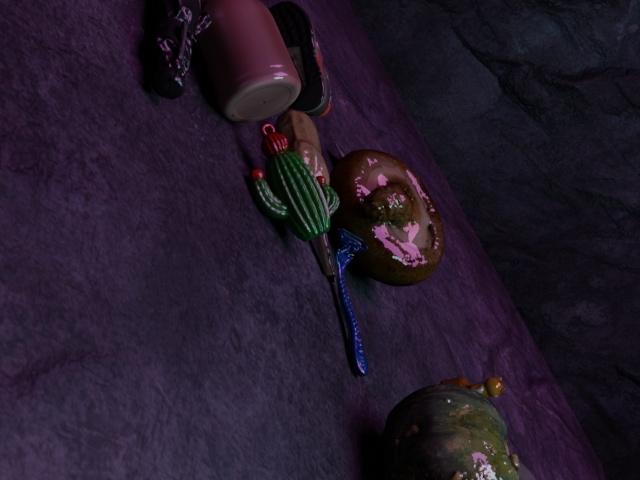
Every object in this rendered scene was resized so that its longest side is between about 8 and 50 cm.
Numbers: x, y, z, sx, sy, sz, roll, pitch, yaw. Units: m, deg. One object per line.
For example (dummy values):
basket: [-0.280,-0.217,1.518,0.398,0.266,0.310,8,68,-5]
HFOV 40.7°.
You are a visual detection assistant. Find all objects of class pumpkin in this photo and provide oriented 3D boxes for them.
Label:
pumpkin: [0.242,0.438,1.605,0.327,0.257,0.291,-92,163,-65]

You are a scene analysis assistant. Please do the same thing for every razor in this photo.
razor: [0.064,0.136,1.835,0.093,0.056,0.324,27,51,-46]

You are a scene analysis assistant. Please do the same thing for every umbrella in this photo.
umbrella: [-0.258,-0.382,1.578,0.113,0.106,0.357,53,21,-40]

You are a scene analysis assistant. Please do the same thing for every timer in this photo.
timer: [0.415,0.406,2.284,0.132,0.152,0.132,53,21,-31]

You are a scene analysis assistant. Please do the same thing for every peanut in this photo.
peanut: [-0.049,-0.181,1.870,0.125,0.111,0.274,73,3,-51]

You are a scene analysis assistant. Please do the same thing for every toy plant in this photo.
toy plant: [-0.065,-0.107,1.725,0.240,0.088,0.154,44,60,-12]

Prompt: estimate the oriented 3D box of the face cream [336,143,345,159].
face cream: [0.120,-0.093,2.280,0.341,0.084,0.137,67,6,27]

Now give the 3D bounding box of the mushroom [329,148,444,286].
mushroom: [0.152,-0.060,2.071,0.345,0.239,0.345,9,80,-57]

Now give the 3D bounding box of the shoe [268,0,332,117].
shoe: [-0.041,-0.463,2.258,0.171,0.132,0.336,34,36,-65]

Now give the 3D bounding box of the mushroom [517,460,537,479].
mushroom: [0.486,0.625,2.288,0.159,0.122,0.329,31,-9,42]

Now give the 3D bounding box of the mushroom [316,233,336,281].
mushroom: [0.000,0.000,1.874,0.060,0.061,0.187,31,48,-73]

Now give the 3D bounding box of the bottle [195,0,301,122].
bottle: [-0.169,-0.397,1.769,0.206,0.173,0.296,108,-39,-70]
